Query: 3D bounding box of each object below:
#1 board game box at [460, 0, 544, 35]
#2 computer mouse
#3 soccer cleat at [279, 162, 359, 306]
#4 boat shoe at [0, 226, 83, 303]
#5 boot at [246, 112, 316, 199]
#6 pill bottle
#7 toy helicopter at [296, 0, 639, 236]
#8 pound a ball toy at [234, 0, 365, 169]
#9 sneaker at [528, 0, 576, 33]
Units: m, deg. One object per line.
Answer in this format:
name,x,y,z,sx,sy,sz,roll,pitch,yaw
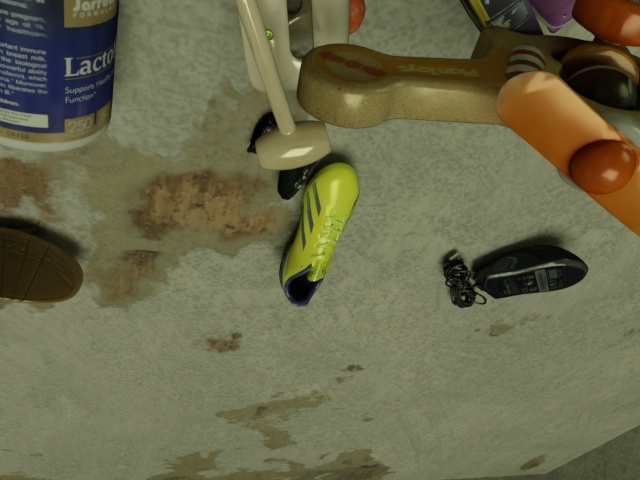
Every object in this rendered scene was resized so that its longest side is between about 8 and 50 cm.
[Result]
board game box,0.157,-0.283,0.490,0.048,0.141,0.170,-33,135,24
computer mouse,0.398,0.059,0.986,0.272,0.072,0.188,-10,142,19
soccer cleat,0.001,0.000,0.791,0.094,0.121,0.289,7,136,-18
boat shoe,-0.535,0.027,0.741,0.302,0.109,0.098,16,172,-27
boot,-0.061,-0.123,0.698,0.099,0.045,0.121,18,124,-32
pill bottle,-0.275,-0.230,0.452,0.153,0.153,0.264,9,136,-20
toy helicopter,0.159,-0.112,0.397,0.355,0.235,0.140,-1,140,-10
pound a ball toy,-0.014,-0.251,0.441,0.136,0.208,0.319,-7,138,-3
sneaker,0.343,-0.309,0.540,0.282,0.102,0.161,12,139,-9
